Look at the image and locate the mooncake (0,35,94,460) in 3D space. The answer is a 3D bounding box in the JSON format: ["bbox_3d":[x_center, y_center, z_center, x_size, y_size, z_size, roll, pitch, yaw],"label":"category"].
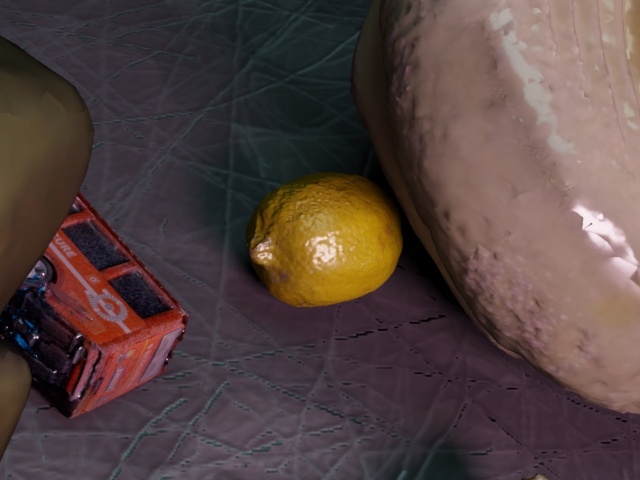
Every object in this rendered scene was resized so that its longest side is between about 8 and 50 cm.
[{"bbox_3d":[-0.226,0.070,0.451,0.187,0.351,0.351,28,42,-2],"label":"mooncake"}]

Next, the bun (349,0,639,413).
[{"bbox_3d":[0.165,-0.059,0.850,0.365,0.219,0.365,18,56,-30],"label":"bun"}]

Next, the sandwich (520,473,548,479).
[{"bbox_3d":[0.079,0.248,0.631,0.245,0.063,0.212,-21,63,-38],"label":"sandwich"}]

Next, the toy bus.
[{"bbox_3d":[-0.177,-0.008,0.758,0.096,0.073,0.235,-18,57,-48],"label":"toy bus"}]

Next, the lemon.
[{"bbox_3d":[0.000,0.000,0.819,0.111,0.082,0.082,-19,58,-38],"label":"lemon"}]
